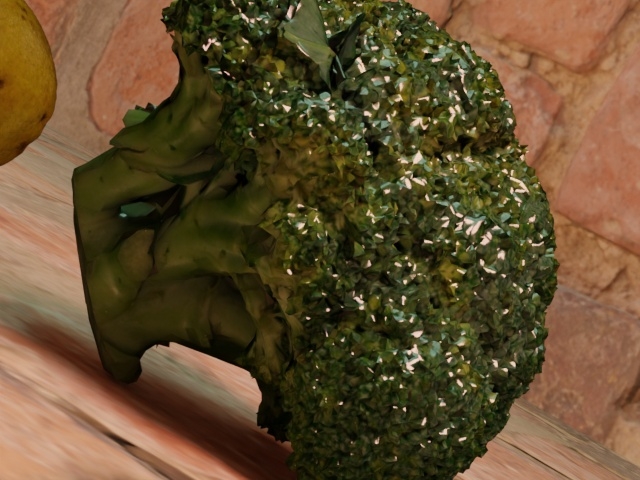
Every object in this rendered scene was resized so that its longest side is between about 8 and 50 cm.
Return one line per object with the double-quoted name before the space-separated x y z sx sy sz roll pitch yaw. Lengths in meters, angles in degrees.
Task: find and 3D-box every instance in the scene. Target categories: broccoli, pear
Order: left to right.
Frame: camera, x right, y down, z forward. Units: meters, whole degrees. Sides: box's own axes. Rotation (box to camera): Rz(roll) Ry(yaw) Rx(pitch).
"pear" -0.182 -0.084 0.865 0.131 0.107 0.107 18 7 -39
"broccoli" 0.000 0.000 0.593 0.156 0.195 0.195 -6 7 -8
